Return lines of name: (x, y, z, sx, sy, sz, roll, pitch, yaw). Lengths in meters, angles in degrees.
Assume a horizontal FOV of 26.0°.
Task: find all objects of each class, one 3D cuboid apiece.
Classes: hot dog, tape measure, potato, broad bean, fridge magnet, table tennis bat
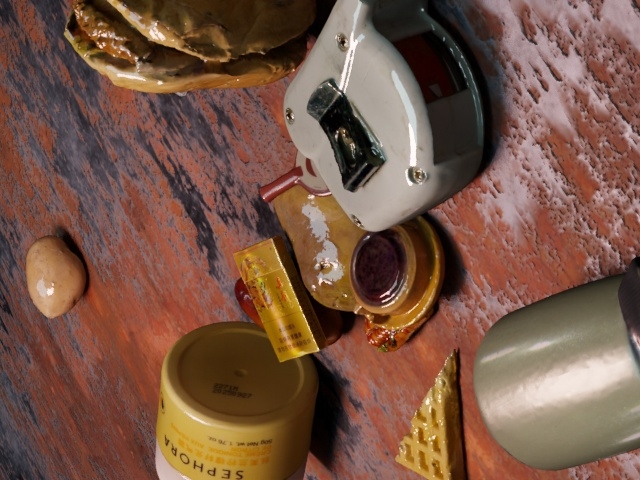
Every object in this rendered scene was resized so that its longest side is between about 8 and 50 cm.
hot dog: (0.094, 0.095, 1.691, 0.062, 0.038, 0.144, 62, 148, 12)
tape measure: (0.065, -0.144, 1.515, 0.246, 0.125, 0.243, 59, 148, 17)
potato: (-0.475, 0.062, 2.483, 0.112, 0.112, 0.147, -31, 74, 58)
potato: (0.000, 0.000, 1.744, 0.200, 0.081, 0.164, 63, 149, 14)
broad bean: (-0.037, 0.085, 1.841, 0.165, 0.084, 0.114, 19, 147, 45)
fridge magnet: (0.086, 0.033, 1.621, 0.143, 0.063, 0.143, -9, 78, 46)
table tennis bat: (-0.010, -0.090, 1.694, 0.154, 0.019, 0.098, -29, 64, 26)

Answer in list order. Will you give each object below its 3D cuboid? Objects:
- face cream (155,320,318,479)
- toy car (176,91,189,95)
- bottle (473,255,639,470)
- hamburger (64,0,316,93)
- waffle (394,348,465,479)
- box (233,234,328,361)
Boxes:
face cream: (-0.118, 0.247, 1.932, 0.218, 0.218, 0.179, 43, 139, 36)
toy car: (-0.217, -0.291, 1.898, 0.191, 0.100, 0.097, 38, 140, 11)
bottle: (0.298, 0.103, 1.274, 0.347, 0.168, 0.169, -32, 81, 54)
hamburger: (-0.156, -0.263, 1.630, 0.259, 0.283, 0.145, 50, 135, 39)
waffle: (0.129, 0.206, 1.717, 0.125, 0.032, 0.191, 22, 123, 53)
box: (-0.052, 0.075, 1.777, 0.089, 0.022, 0.156, -19, 95, 46)
